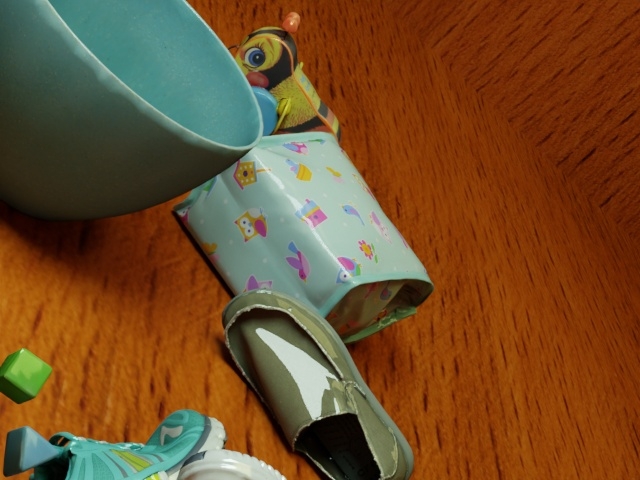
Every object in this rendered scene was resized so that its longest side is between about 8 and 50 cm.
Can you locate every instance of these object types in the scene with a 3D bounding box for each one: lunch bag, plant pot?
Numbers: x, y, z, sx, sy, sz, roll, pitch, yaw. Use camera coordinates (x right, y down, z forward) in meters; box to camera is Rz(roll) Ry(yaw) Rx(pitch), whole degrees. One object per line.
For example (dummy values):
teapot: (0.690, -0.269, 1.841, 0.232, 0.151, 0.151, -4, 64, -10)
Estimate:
lunch bag: (0.000, 0.000, 1.562, 0.223, 0.160, 0.262, 53, 26, 16)
plant pot: (-0.223, -0.130, 1.284, 0.290, 0.195, 0.290, 40, 21, -19)

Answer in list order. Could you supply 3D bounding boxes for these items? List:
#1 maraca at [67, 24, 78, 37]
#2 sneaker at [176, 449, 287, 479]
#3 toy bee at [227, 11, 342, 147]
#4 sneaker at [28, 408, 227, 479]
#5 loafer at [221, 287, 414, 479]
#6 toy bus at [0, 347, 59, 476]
maraca: (-0.275, -0.195, 1.443, 0.186, 0.099, 0.127, 54, -20, -22)
sneaker: (-0.059, 0.266, 0.929, 0.094, 0.235, 0.153, 4, 35, 7)
toy bee: (-0.061, -0.206, 1.821, 0.298, 0.162, 0.195, 34, 25, -33)
sneaker: (-0.150, 0.174, 1.009, 0.110, 0.107, 0.275, 39, 19, 5)
loafer: (-0.003, 0.152, 1.357, 0.251, 0.094, 0.087, 47, 15, -1)
toy bus: (-0.249, 0.087, 0.842, 0.202, 0.104, 0.191, 53, 51, -10)
